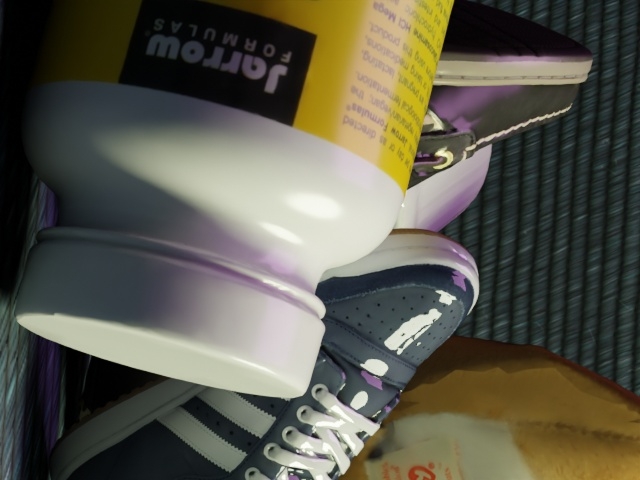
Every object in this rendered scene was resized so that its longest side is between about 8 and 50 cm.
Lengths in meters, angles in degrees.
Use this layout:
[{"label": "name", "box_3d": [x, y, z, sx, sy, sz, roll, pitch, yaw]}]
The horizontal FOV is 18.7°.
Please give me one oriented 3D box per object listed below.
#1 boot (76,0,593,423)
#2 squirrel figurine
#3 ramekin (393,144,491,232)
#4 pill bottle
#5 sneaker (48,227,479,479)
[{"label": "boot", "box_3d": [0.000, 0.000, 1.202, 0.377, 0.138, 0.284, -14, 121, -42]}, {"label": "squirrel figurine", "box_3d": [0.100, 0.206, 1.613, 0.281, 0.397, 0.370, -54, 158, -3]}, {"label": "ramekin", "box_3d": [0.011, -0.102, 1.604, 0.135, 0.277, 0.277, -31, 140, -35]}, {"label": "pill bottle", "box_3d": [-0.034, -0.103, 0.935, 0.188, 0.188, 0.334, 92, 12, -78]}, {"label": "sneaker", "box_3d": [-0.024, 0.119, 1.003, 0.099, 0.282, 0.153, 36, 30, -38]}]
